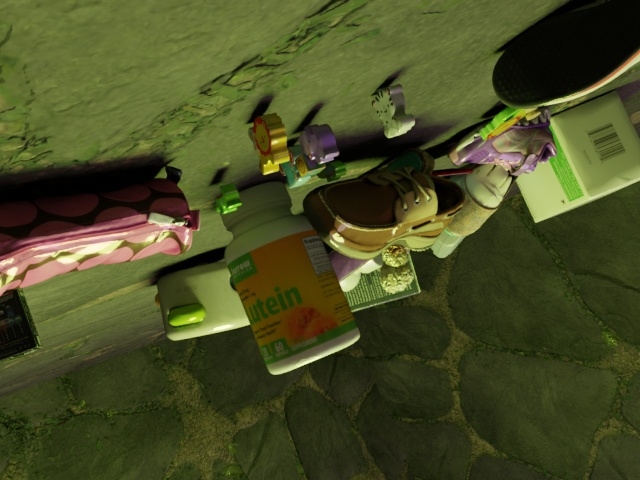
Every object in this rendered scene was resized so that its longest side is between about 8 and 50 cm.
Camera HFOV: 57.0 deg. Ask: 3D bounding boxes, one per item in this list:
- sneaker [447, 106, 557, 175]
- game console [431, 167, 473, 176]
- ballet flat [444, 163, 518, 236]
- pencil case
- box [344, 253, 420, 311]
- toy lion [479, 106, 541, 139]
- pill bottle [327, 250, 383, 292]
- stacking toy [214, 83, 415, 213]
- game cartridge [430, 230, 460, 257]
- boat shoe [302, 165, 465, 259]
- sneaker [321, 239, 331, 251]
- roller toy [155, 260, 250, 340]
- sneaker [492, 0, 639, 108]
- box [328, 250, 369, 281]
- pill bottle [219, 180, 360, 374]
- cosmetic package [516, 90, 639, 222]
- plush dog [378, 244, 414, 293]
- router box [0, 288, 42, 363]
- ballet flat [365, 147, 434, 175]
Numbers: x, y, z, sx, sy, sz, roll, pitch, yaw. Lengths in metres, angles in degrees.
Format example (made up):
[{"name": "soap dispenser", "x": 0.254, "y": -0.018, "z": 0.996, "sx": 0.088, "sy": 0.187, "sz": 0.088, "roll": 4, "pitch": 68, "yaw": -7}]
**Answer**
[{"name": "sneaker", "x": 0.335, "y": -0.162, "z": 1.046, "sx": 0.237, "sy": 0.104, "sz": 0.095, "roll": -18, "pitch": 173, "yaw": -26}, {"name": "game console", "x": 0.201, "y": -0.092, "z": 1.084, "sx": 0.144, "sy": 0.085, "sz": 0.124, "roll": -88, "pitch": -157, "yaw": -82}, {"name": "ballet flat", "x": 0.329, "y": -0.126, "z": 1.139, "sx": 0.316, "sy": 0.107, "sz": 0.106, "roll": -47, "pitch": -178, "yaw": -39}, {"name": "pencil case", "x": -0.217, "y": -0.006, "z": 0.532, "sx": 0.098, "sy": 0.095, "sz": 0.209, "roll": 19, "pitch": -153, "yaw": 41}, {"name": "box", "x": 0.084, "y": 0.127, "z": 1.890, "sx": 0.396, "sy": 0.211, "sz": 0.293, "roll": -16, "pitch": 173, "yaw": -2}, {"name": "toy lion", "x": 0.295, "y": -0.192, "z": 0.928, "sx": 0.096, "sy": 0.034, "sz": 0.100, "roll": -32, "pitch": 170, "yaw": 18}, {"name": "pill bottle", "x": -0.012, "y": 0.063, "z": 1.400, "sx": 0.302, "sy": 0.169, "sz": 0.169, "roll": -25, "pitch": 173, "yaw": 20}, {"name": "stacking toy", "x": -0.020, "y": -0.096, "z": 0.655, "sx": 0.167, "sy": 0.052, "sz": 0.221, "roll": -19, "pitch": 176, "yaw": -26}, {"name": "game cartridge", "x": 0.386, "y": -0.089, "z": 1.439, "sx": 0.297, "sy": 0.062, "sz": 0.198, "roll": -48, "pitch": 172, "yaw": -4}, {"name": "boat shoe", "x": 0.105, "y": -0.057, "z": 0.847, "sx": 0.120, "sy": 0.122, "sz": 0.324, "roll": -44, "pitch": 159, "yaw": 30}, {"name": "sneaker", "x": 0.000, "y": 0.000, "z": 1.235, "sx": 0.125, "sy": 0.104, "sz": 0.262, "roll": -19, "pitch": 173, "yaw": -45}, {"name": "roller toy", "x": -0.229, "y": 0.114, "z": 1.200, "sx": 0.191, "sy": 0.146, "sz": 0.209, "roll": -10, "pitch": 174, "yaw": -24}, {"name": "sneaker", "x": 0.328, "y": -0.219, "z": 0.624, "sx": 0.270, "sy": 0.090, "sz": 0.145, "roll": -31, "pitch": 167, "yaw": 37}, {"name": "box", "x": 0.046, "y": 0.045, "z": 1.193, "sx": 0.293, "sy": 0.057, "sz": 0.201, "roll": -37, "pitch": 176, "yaw": 11}, {"name": "pill bottle", "x": -0.052, "y": 0.048, "z": 0.821, "sx": 0.137, "sy": 0.245, "sz": 0.136, "roll": -22, "pitch": 173, "yaw": -3}, {"name": "cosmetic package", "x": 0.580, "y": -0.175, "z": 1.359, "sx": 0.155, "sy": 0.196, "sz": 0.365, "roll": -23, "pitch": 172, "yaw": 0}, {"name": "plush dog", "x": 0.200, "y": -0.034, "z": 1.488, "sx": 0.262, "sy": 0.211, "sz": 0.225, "roll": -51, "pitch": 174, "yaw": -32}, {"name": "router box", "x": -0.446, "y": 0.122, "z": 0.777, "sx": 0.123, "sy": 0.092, "sz": 0.038, "roll": -20, "pitch": 173, "yaw": -18}, {"name": "ballet flat", "x": 0.114, "y": -0.091, "z": 1.010, "sx": 0.206, "sy": 0.073, "sz": 0.067, "roll": -27, "pitch": 170, "yaw": 40}]
